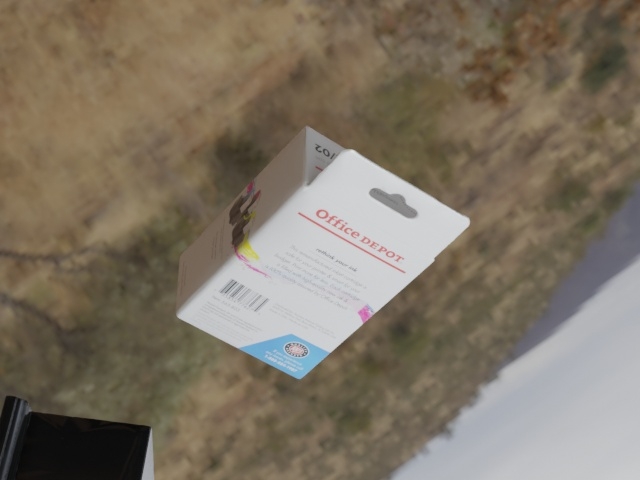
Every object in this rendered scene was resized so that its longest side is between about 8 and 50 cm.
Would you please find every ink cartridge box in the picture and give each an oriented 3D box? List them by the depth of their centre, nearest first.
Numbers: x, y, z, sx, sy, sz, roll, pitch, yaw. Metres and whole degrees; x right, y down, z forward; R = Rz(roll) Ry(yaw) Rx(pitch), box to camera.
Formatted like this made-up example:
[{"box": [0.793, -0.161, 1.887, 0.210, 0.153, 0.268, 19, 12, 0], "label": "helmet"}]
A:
[{"box": [0.000, 0.000, 0.977, 0.181, 0.104, 0.062, -43, -150, 33], "label": "ink cartridge box"}]

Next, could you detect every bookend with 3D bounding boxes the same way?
[{"box": [-0.096, 0.163, 0.828, 0.157, 0.072, 0.156, 7, 144, 0], "label": "bookend"}]
